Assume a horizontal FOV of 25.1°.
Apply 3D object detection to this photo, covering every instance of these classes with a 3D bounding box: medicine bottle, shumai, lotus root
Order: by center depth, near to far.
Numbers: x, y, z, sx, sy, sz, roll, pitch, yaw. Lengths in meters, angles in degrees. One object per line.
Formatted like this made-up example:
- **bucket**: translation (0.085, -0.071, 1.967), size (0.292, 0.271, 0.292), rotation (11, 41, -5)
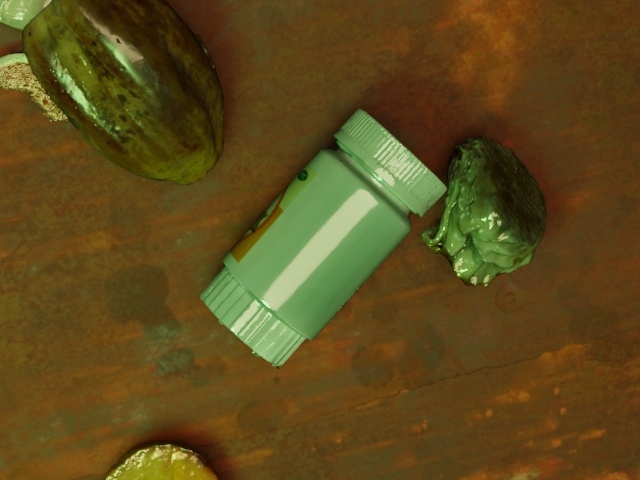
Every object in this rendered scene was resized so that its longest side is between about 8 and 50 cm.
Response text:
- **lotus root**: translation (-0.225, -0.200, 1.764), size (0.193, 0.193, 0.291), rotation (-39, 111, 0)
- **medicine bottle**: translation (0.000, 0.000, 1.826), size (0.158, 0.158, 0.318), rotation (42, 92, -11)
- **shumai**: translation (0.205, -0.035, 1.878), size (0.142, 0.184, 0.184), rotation (-33, 103, 28)

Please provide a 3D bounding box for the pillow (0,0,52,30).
- **pillow**: translation (-0.386, -0.334, 1.782), size (0.229, 0.050, 0.148), rotation (15, 103, -12)

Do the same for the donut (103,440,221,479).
- **donut**: translation (-0.206, 0.348, 1.901), size (0.190, 0.074, 0.174), rotation (43, 91, -15)

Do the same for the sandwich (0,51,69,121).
- **sandwich**: translation (-0.349, -0.197, 1.818), size (0.135, 0.029, 0.067), rotation (34, 99, -12)
